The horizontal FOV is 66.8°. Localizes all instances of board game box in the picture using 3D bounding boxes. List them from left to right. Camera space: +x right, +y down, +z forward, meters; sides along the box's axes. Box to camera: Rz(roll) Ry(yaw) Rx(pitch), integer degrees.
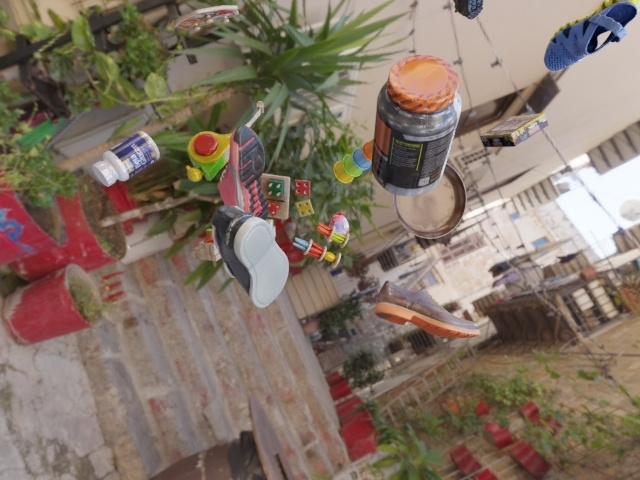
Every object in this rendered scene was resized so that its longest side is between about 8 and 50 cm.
[{"bbox_3d":[0.636,-0.362,1.603,0.048,0.141,0.170,62,-8,-16],"label":"board game box"}]

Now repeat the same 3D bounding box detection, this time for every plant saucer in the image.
[{"bbox_3d":[0.421,-0.163,1.898,0.050,0.310,0.311,-173,-120,-78],"label":"plant saucer"}]

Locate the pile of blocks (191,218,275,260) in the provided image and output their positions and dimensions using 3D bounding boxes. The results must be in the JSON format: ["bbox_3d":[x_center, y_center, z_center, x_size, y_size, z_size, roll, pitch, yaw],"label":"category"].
[{"bbox_3d":[-0.323,-0.030,1.831,0.148,0.362,0.113,16,-65,41],"label":"pile of blocks"}]

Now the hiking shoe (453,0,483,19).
[{"bbox_3d":[0.409,-0.768,1.419,0.114,0.086,0.227,44,-21,46],"label":"hiking shoe"}]

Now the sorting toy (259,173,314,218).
[{"bbox_3d":[-0.154,-0.128,1.454,0.046,0.274,0.133,-63,160,-64],"label":"sorting toy"}]

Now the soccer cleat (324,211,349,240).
[{"bbox_3d":[0.059,-0.053,1.807,0.248,0.082,0.095,-29,106,-77],"label":"soccer cleat"}]

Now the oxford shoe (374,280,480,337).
[{"bbox_3d":[0.364,0.230,1.602,0.130,0.363,0.133,127,-20,-67],"label":"oxford shoe"}]

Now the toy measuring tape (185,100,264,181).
[{"bbox_3d":[-0.300,-0.311,1.449,0.121,0.330,0.121,29,-20,12],"label":"toy measuring tape"}]

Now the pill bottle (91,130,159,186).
[{"bbox_3d":[-0.547,-0.226,1.361,0.094,0.169,0.094,33,-31,23],"label":"pill bottle"}]

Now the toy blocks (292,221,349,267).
[{"bbox_3d":[0.000,0.000,1.485,0.148,0.123,0.054,26,-14,-12],"label":"toy blocks"}]

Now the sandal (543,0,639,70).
[{"bbox_3d":[0.839,-0.635,1.527,0.126,0.138,0.317,27,-26,-14],"label":"sandal"}]

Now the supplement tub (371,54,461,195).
[{"bbox_3d":[0.242,-0.287,1.254,0.338,0.206,0.207,87,-21,-60],"label":"supplement tub"}]

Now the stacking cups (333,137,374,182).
[{"bbox_3d":[0.163,-0.315,1.777,0.316,0.095,0.096,-33,-101,56],"label":"stacking cups"}]

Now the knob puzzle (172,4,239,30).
[{"bbox_3d":[-0.322,-0.620,1.366,0.213,0.212,0.030,-135,-151,-71],"label":"knob puzzle"}]

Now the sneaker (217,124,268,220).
[{"bbox_3d":[-0.235,-0.166,1.338,0.136,0.116,0.314,16,-53,22],"label":"sneaker"}]

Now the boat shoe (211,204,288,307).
[{"bbox_3d":[-0.136,0.033,0.964,0.091,0.114,0.303,32,-28,22],"label":"boat shoe"}]
